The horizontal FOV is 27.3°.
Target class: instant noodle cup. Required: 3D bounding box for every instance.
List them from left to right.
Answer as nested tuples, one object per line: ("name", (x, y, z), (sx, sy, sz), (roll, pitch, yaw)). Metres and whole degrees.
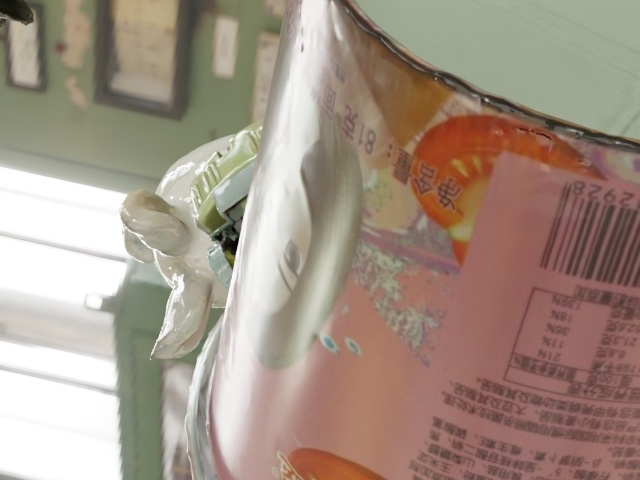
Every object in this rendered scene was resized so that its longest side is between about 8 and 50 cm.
("instant noodle cup", (0.076, -0.003, 0.448), (0.243, 0.243, 0.231), (-72, -8, -46))

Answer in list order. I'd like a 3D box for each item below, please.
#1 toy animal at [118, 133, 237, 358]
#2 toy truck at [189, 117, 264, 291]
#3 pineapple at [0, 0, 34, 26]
("toy animal", (-0.140, -0.003, 1.554), (0.367, 0.241, 0.196), (-79, -29, -75))
("toy truck", (0.000, 0.000, 0.757), (0.191, 0.085, 0.116), (43, -164, -45))
("pineapple", (-0.254, -0.158, 0.852), (0.125, 0.251, 0.125), (23, -121, -46))
